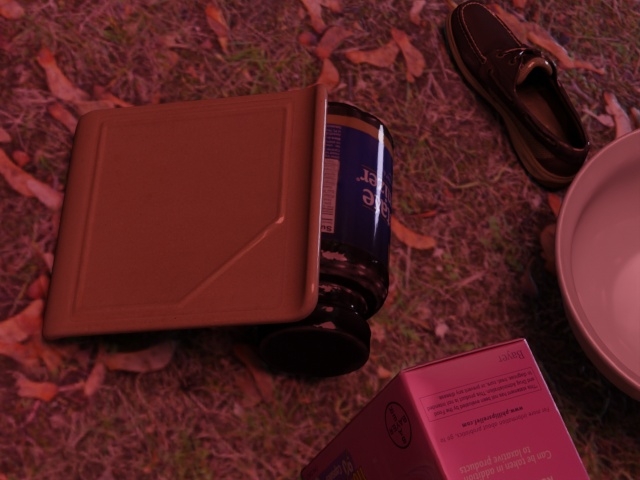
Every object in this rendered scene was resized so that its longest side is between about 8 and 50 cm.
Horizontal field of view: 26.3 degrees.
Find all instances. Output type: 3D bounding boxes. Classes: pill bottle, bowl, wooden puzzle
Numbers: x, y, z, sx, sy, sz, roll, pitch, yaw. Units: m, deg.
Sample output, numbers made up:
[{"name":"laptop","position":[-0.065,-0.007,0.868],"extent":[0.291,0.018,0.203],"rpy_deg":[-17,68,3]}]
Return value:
[{"name":"pill bottle","position":[0.000,0.000,1.180],"extent":[0.122,0.123,0.219],"rpy_deg":[13,58,-16]},{"name":"bowl","position":[0.346,0.046,1.275],"extent":[0.297,0.134,0.298],"rpy_deg":[3,66,-7]},{"name":"wooden puzzle","position":[-0.107,-0.021,1.131],"extent":[0.238,0.044,0.221],"rpy_deg":[-7,57,16]}]

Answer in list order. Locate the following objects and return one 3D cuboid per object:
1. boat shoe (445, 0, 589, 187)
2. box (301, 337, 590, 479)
[{"name":"boat shoe","position":[0.207,-0.162,1.390],"extent":[0.080,0.073,0.224],"rpy_deg":[-18,70,-30]},{"name":"box","position":[0.110,0.234,1.035],"extent":[0.117,0.213,0.243],"rpy_deg":[-12,68,-28]}]
